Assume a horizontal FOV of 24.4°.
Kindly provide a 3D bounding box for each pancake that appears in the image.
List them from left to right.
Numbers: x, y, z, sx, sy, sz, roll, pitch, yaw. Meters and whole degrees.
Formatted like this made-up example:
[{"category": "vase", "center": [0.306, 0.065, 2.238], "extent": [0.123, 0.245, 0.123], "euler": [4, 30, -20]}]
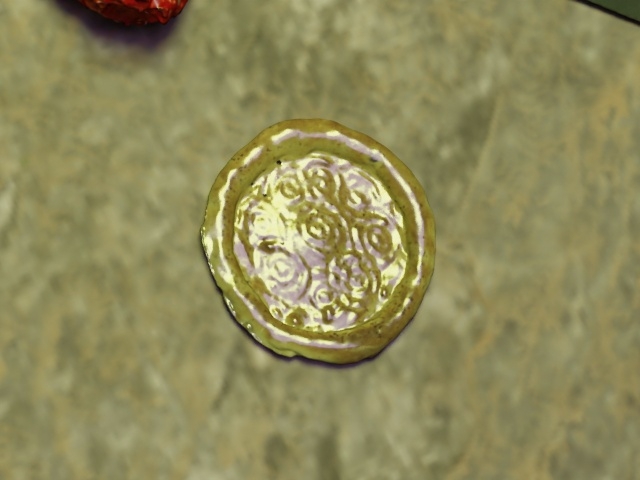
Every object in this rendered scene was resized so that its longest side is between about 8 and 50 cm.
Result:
[{"category": "pancake", "center": [0.000, 0.000, 0.667], "extent": [0.115, 0.011, 0.114], "euler": [3, 77, -11]}]

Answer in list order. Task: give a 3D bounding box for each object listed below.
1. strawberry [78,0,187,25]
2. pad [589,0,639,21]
[{"category": "strawberry", "center": [-0.091, -0.130, 0.650], "extent": [0.083, 0.073, 0.073], "euler": [5, 75, 25]}, {"category": "pad", "center": [0.245, -0.142, 0.687], "extent": [0.246, 0.170, 0.006], "euler": [20, 39, -10]}]
